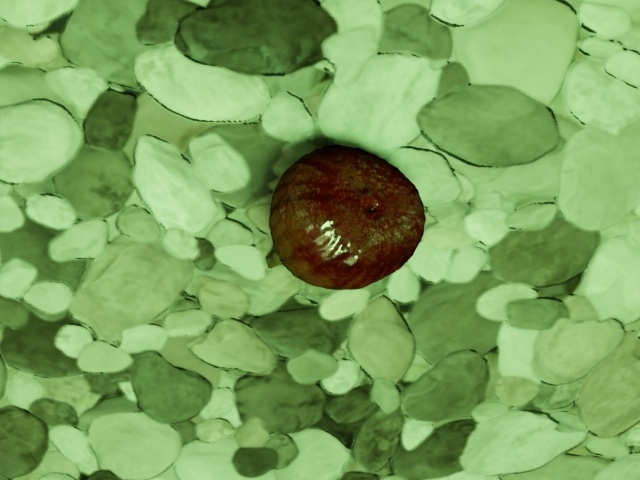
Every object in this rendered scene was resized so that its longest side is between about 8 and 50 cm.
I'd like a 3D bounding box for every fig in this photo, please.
[{"bbox_3d":[0.002,0.001,1.086,0.119,0.119,0.153,32,120,-23],"label":"fig"}]
